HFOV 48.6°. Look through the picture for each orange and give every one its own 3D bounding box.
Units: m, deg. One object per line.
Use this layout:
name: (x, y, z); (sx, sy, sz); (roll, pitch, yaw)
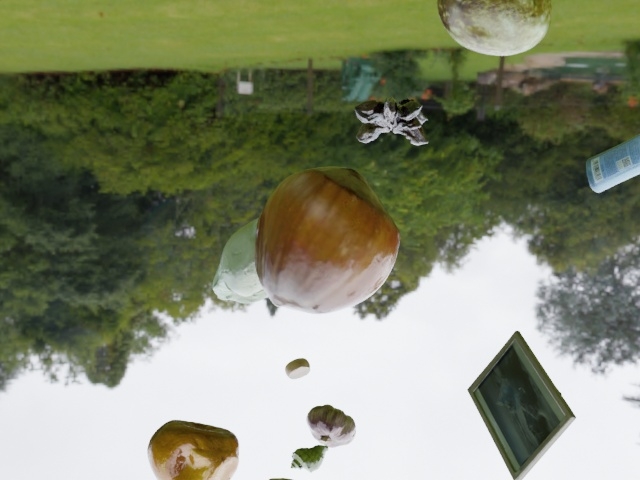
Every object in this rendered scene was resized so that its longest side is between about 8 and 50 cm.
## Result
orange: (-0.341, 0.585, 1.900); (0.248, 0.183, 0.249); (12, 169, 2)

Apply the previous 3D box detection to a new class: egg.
egg: (0.397, -0.541, 1.614); (0.238, 0.238, 0.289); (-3, -135, -32)

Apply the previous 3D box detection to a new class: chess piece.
chess piece: (-0.074, 0.414, 2.290); (0.083, 0.084, 0.038); (-2, -129, -28)

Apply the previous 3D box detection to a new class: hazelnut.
hazelnut: (0.000, 0.000, 1.670); (0.315, 0.372, 0.372); (46, 164, -33)

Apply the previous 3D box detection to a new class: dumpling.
dumpling: (-0.233, 0.086, 2.446); (0.211, 0.270, 0.320); (-29, 176, -43)

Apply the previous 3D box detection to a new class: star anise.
star anise: (0.207, -0.343, 2.013); (0.212, 0.129, 0.283); (7, 173, 7)

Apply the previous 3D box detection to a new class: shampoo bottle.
shampoo bottle: (0.820, -0.218, 1.866); (0.061, 0.104, 0.258); (8, 158, -28)

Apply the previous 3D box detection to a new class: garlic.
garlic: (0.030, 0.563, 2.136); (0.159, 0.147, 0.102); (28, -132, 3)

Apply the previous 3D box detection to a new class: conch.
conch: (-0.032, 0.615, 1.998); (0.121, 0.089, 0.074); (-24, -123, -20)

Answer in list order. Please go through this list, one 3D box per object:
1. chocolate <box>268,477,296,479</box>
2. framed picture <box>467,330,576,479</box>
chocolate: (-0.122, 0.791, 1.671); (0.162, 0.446, 0.162); (5, 151, 3)
framed picture: (0.697, 0.575, 2.516); (0.028, 0.326, 0.446); (20, -155, -24)
